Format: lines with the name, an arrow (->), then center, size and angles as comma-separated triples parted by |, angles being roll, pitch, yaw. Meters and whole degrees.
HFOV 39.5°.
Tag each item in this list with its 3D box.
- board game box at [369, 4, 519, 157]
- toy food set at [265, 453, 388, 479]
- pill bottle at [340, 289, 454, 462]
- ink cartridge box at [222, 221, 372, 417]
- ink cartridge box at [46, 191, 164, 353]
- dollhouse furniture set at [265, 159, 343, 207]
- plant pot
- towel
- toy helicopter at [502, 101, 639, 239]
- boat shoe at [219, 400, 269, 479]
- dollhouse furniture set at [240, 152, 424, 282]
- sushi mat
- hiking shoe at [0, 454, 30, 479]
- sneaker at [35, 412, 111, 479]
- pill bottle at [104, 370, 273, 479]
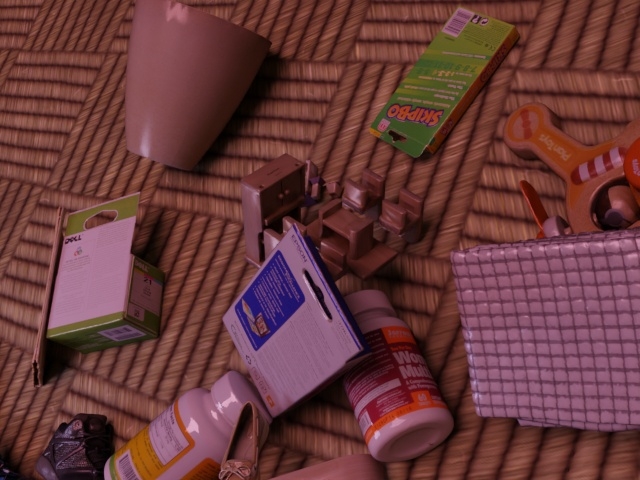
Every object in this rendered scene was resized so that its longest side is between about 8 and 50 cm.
board game box -> 0.196, -0.253, 1.436 | 0.124, 0.039, 0.259 | 36, 87, 41
toy food set -> -0.037, 0.433, 1.183 | 0.306, 0.092, 0.219 | -19, 59, 5
pill bottle -> 0.088, 0.183, 1.233 | 0.121, 0.121, 0.221 | -34, 53, 15
ink cartridge box -> -0.031, 0.114, 1.205 | 0.069, 0.371, 0.175 | -23, 77, -25
ink cartridge box -> -0.383, 0.059, 1.628 | 0.189, 0.097, 0.255 | -14, 58, 28
dollhouse furniture set -> -0.027, -0.123, 1.471 | 0.091, 0.114, 0.081 | -13, 56, 31
plant pot -> -0.253, -0.277, 1.636 | 0.257, 0.257, 0.273 | 23, 97, 39
towel -> 0.315, 0.104, 1.073 | 0.284, 0.121, 0.234 | -7, 98, 35
toy helicopter -> 0.353, -0.076, 1.208 | 0.235, 0.140, 0.355 | -52, 39, 13
boat shoe -> -0.108, 0.292, 1.212 | 0.056, 0.048, 0.153 | -4, 41, 22
dollhouse furniture set -> 0.000, 0.000, 1.354 | 0.242, 0.161, 0.212 | 32, 51, 32
sushi mat -> -0.512, 0.105, 1.683 | 0.151, 0.019, 0.316 | 121, 154, -61
hiking shoe -> -0.543, 0.432, 1.533 | 0.132, 0.113, 0.304 | -45, 57, 16
sneaker -> -0.378, 0.365, 1.475 | 0.228, 0.087, 0.130 | 20, 86, 44
pill bottle -> -0.195, 0.311, 1.348 | 0.246, 0.136, 0.136 | -41, 51, 10
